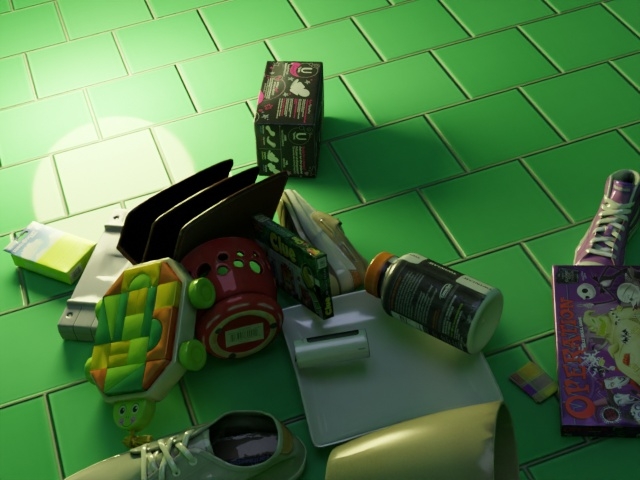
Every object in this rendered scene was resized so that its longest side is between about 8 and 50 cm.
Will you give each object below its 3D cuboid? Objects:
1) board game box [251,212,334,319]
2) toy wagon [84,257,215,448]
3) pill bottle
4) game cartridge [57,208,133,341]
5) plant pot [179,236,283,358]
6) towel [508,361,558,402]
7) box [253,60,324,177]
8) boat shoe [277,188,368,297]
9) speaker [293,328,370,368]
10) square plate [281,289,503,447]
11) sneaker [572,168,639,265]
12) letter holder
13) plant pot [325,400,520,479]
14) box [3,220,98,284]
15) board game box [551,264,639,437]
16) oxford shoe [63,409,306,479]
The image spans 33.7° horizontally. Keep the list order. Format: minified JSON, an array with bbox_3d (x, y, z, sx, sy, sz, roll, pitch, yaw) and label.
[{"bbox_3d":[-0.056,0.047,2.067,0.030,0.136,0.260,-18,26,-26],"label":"board game box"},{"bbox_3d":[-0.323,0.204,1.928,0.267,0.068,0.344,-13,60,35],"label":"toy wagon"},{"bbox_3d":[0.202,0.104,1.951,0.246,0.130,0.130,25,51,29],"label":"pill bottle"},{"bbox_3d":[-0.376,0.068,2.195,0.230,0.068,0.355,0,43,14],"label":"game cartridge"},{"bbox_3d":[-0.169,0.114,2.019,0.191,0.191,0.174,-16,46,-10],"label":"plant pot"},{"bbox_3d":[0.389,0.257,1.921,0.060,0.009,0.083,-29,48,-23],"label":"towel"},{"bbox_3d":[-0.066,-0.282,2.452,0.142,0.163,0.247,2,44,5],"label":"box"},{"bbox_3d":[0.000,0.000,2.187,0.103,0.113,0.302,-19,53,-17],"label":"boat shoe"},{"bbox_3d":[0.019,0.198,1.930,0.136,0.055,0.055,-9,43,-1],"label":"speaker"},{"bbox_3d":[0.121,0.222,1.967,0.347,0.049,0.344,-12,43,-6],"label":"square plate"},{"bbox_3d":[0.571,-0.033,2.101,0.102,0.161,0.282,14,48,20],"label":"sneaker"},{"bbox_3d":[-0.233,-0.064,2.129,0.152,0.214,0.302,42,47,17],"label":"letter holder"},{"bbox_3d":[0.155,0.380,1.636,0.274,0.256,0.256,-4,42,17],"label":"plant pot"},{"bbox_3d":[-0.578,0.026,2.275,0.178,0.042,0.109,17,47,24],"label":"box"},{"bbox_3d":[0.530,0.193,1.910,0.208,0.056,0.346,-3,51,11],"label":"board game box"},{"bbox_3d":[-0.248,0.384,1.784,0.449,0.130,0.169,-13,45,-4],"label":"oxford shoe"}]
